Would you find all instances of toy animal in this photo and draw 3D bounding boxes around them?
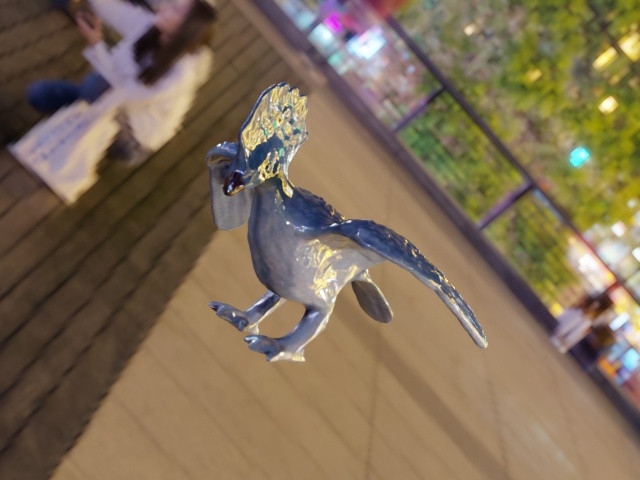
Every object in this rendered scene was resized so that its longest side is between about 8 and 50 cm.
[{"bbox_3d":[0.000,0.000,0.994,0.239,0.176,0.255,32,9,30],"label":"toy animal"}]
